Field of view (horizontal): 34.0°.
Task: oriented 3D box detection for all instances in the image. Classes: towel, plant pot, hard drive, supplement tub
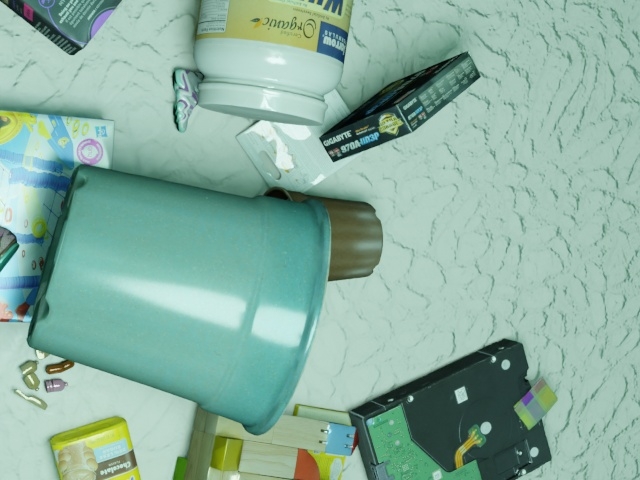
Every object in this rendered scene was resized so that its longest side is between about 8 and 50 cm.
[{"bbox_3d":[0.380,0.287,1.845,0.083,0.009,0.060,-44,112,-17],"label":"towel"},{"bbox_3d":[-0.202,0.061,1.421,0.334,0.341,0.341,17,89,-17],"label":"plant pot"},{"bbox_3d":[0.230,0.340,1.816,0.339,0.064,0.237,-22,103,-23],"label":"hard drive"},{"bbox_3d":[-0.067,-0.342,1.562,0.228,0.228,0.316,8,91,-22],"label":"supplement tub"},{"bbox_3d":[0.000,0.000,1.664,0.165,0.167,0.167,1,95,-28],"label":"plant pot"}]

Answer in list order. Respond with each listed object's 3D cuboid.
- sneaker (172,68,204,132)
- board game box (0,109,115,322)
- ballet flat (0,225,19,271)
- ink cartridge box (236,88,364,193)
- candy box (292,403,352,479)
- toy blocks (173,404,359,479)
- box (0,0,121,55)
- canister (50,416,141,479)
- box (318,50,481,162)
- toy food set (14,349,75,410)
[{"bbox_3d":[-0.193,-0.217,1.627,0.069,0.038,0.098,-2,96,-20],"label":"sneaker"},{"bbox_3d":[-0.463,-0.036,1.513,0.301,0.086,0.308,3,94,-22],"label":"board game box"},{"bbox_3d":[-0.498,0.074,1.431,0.079,0.077,0.222,28,79,-3],"label":"ballet flat"},{"bbox_3d":[-0.027,-0.164,1.706,0.179,0.045,0.145,-34,107,2],"label":"ink cartridge box"},{"bbox_3d":[-0.014,0.383,1.756,0.105,0.027,0.206,13,90,-19],"label":"candy box"},{"bbox_3d":[-0.083,0.417,1.647,0.260,0.190,0.382,15,80,-26],"label":"toy blocks"},{"bbox_3d":[-0.403,-0.410,1.472,0.270,0.143,0.165,39,81,-19],"label":"box"},{"bbox_3d":[-0.337,0.370,1.606,0.126,0.073,0.170,-15,99,-20],"label":"canister"},{"bbox_3d":[0.125,-0.210,1.638,0.220,0.175,0.051,-40,106,-41],"label":"box"},{"bbox_3d":[-0.411,0.191,1.591,0.078,0.019,0.122,36,74,-20],"label":"toy food set"}]
